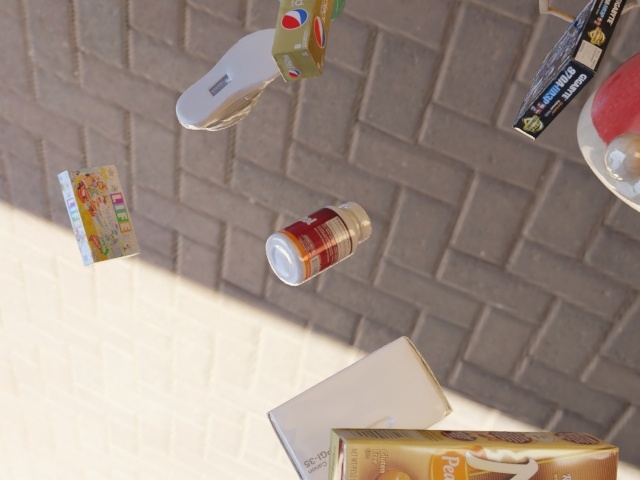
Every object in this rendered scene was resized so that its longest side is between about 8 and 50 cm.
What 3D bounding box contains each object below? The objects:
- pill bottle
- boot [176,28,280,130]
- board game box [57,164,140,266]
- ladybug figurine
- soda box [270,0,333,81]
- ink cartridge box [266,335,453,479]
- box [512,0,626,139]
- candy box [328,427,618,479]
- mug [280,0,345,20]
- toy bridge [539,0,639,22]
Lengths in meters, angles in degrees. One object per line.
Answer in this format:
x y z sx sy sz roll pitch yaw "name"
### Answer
0.000 0.000 1.629 0.086 0.152 0.086 35 140 36 "pill bottle"
-0.140 -0.290 1.971 0.258 0.123 0.095 -32 81 16 "boot"
-0.357 -0.042 1.747 0.026 0.103 0.154 -18 89 37 "board game box"
0.454 -0.119 1.108 0.305 0.449 0.162 44 131 34 "ladybug figurine"
-0.023 -0.320 1.568 0.058 0.181 0.061 -6 145 20 "soda box"
0.049 0.243 1.427 0.117 0.207 0.283 60 172 14 "ink cartridge box"
0.410 -0.291 1.793 0.051 0.175 0.220 30 151 -2 "box"
0.166 0.309 1.212 0.316 0.183 0.087 3 -179 -10 "candy box"
-0.022 -0.488 2.123 0.158 0.129 0.097 47 150 40 "mug"
0.477 -0.407 1.882 0.188 0.026 0.063 -1 123 12 "toy bridge"
